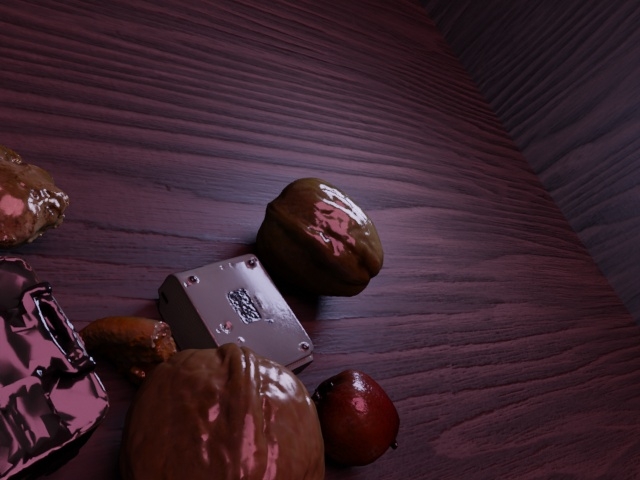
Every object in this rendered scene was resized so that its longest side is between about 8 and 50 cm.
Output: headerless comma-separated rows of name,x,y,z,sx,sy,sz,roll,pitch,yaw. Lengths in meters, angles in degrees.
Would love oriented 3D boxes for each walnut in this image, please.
walnut,0.000,0.000,1.352,0.283,0.227,0.283,36,0,0
walnut,-0.136,0.297,0.896,0.252,0.277,0.313,62,21,-50

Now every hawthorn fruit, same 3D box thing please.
hawthorn fruit,0.066,0.331,1.141,0.188,0.169,0.169,43,36,-7

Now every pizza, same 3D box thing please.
pizza,-0.298,0.178,0.988,0.161,0.182,0.062,67,33,-42

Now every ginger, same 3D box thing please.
ginger,-0.581,-0.127,0.980,0.375,0.166,0.236,43,45,-11

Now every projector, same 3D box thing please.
projector,-0.153,0.156,1.146,0.198,0.108,0.250,-14,65,-48

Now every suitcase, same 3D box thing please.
suitcase,-0.468,0.209,0.696,0.433,0.194,0.283,-27,78,-40

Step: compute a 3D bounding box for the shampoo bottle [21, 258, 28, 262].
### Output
shampoo bottle,-0.564,0.083,0.852,0.323,0.084,0.129,2,51,-42
